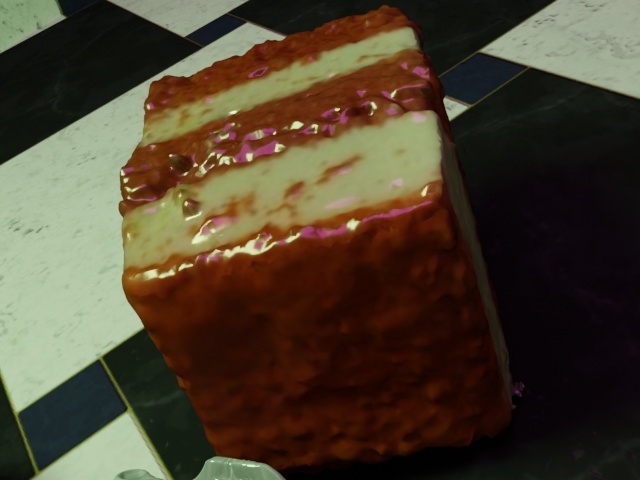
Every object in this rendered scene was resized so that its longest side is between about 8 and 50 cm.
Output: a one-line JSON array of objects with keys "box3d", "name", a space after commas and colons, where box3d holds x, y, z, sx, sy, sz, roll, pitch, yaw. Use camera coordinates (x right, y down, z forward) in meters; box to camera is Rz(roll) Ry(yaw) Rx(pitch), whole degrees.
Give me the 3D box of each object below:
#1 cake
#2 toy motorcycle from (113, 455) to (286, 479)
[{"box3d": [0.000, 0.000, 0.649, 0.269, 0.270, 0.320, -16, 35, 9], "name": "cake"}, {"box3d": [-0.072, 0.216, 0.539, 0.254, 0.112, 0.112, -1, 42, 30], "name": "toy motorcycle"}]
